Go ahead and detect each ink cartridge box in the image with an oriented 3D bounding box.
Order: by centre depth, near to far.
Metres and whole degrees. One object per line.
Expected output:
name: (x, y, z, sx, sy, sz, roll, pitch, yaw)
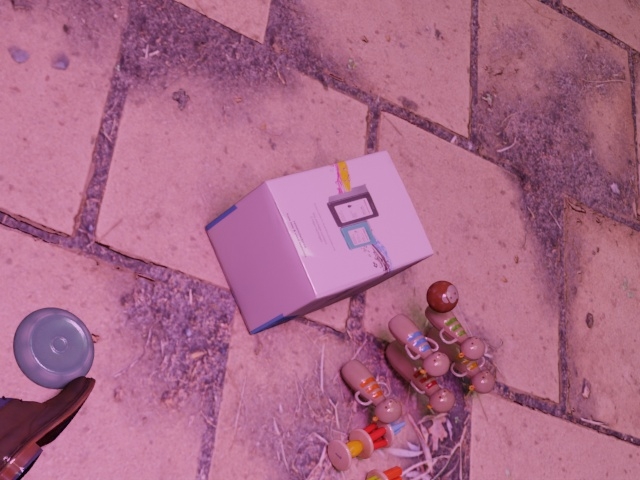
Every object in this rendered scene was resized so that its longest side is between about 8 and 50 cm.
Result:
ink cartridge box: (0.000, 0.000, 1.700, 0.270, 0.198, 0.197, -18, 81, -41)

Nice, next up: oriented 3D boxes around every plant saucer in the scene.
plant saucer: (-0.370, 0.148, 1.477, 0.119, 0.021, 0.119, 15, 62, -30)

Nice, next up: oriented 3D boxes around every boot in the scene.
boot: (-0.388, 0.225, 1.386, 0.106, 0.082, 0.219, 38, 35, -2)

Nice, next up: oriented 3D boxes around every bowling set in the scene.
bowling set: (0.192, 0.183, 1.741, 0.287, 0.200, 0.154, -20, 56, -37)

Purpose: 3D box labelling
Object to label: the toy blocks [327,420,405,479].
toy blocks: (0.095, 0.356, 1.705, 0.148, 0.054, 0.123, -18, 80, -40)
